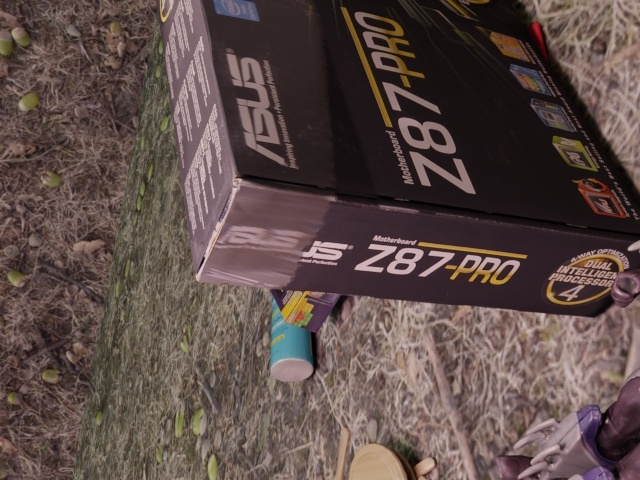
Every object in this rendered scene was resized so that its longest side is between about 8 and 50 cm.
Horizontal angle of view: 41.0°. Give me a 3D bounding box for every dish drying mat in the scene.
[{"bbox_3d":[0.189,-0.151,0.754,0.032,0.008,0.083,-46,39,51],"label":"dish drying mat"}]

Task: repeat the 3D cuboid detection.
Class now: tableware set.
[{"bbox_3d":[0.057,0.288,0.821,0.128,0.039,0.194,20,104,53],"label":"tableware set"}]

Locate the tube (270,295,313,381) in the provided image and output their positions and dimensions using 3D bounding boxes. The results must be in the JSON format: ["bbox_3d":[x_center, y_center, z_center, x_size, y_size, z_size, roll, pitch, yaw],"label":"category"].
[{"bbox_3d":[-0.039,0.082,1.105,0.080,0.052,0.207,-44,34,35],"label":"tube"}]

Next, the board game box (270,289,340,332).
[{"bbox_3d":[0.000,0.000,1.016,0.170,0.048,0.141,-58,32,17],"label":"board game box"}]

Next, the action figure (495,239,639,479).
[{"bbox_3d":[0.212,0.094,0.498,0.285,0.099,0.185,-55,18,33],"label":"action figure"}]

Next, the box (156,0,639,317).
[{"bbox_3d":[0.041,-0.127,0.672,0.097,0.318,0.395,118,149,-41],"label":"box"}]
